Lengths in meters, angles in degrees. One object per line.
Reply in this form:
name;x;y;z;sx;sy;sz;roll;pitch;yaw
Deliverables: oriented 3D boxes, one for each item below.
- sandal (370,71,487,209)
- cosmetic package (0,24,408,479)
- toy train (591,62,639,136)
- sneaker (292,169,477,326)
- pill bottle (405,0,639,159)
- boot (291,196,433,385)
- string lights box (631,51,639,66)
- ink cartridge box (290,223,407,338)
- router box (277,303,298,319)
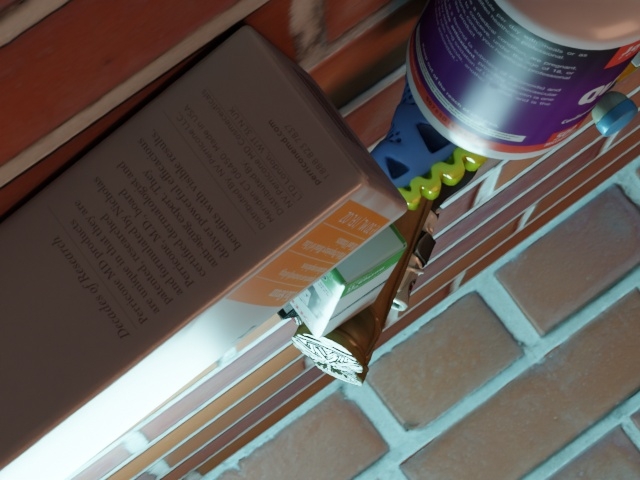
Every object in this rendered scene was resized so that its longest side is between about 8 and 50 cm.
sandal;0.127;-0.132;1.593;0.317;0.138;0.126;-37;180;-11
cosmetic package;-0.163;0.041;1.336;0.453;0.161;0.230;-38;170;7
toy train;0.390;-0.242;1.976;0.248;0.143;0.105;-34;170;-17
sneaker;0.097;0.013;2.127;0.330;0.146;0.122;-37;168;-7
pill bottle;0.194;-0.207;1.374;0.181;0.181;0.323;-33;169;-21
boot;0.059;0.024;1.933;0.236;0.089;0.269;79;33;-77
string lights box;0.390;-0.284;1.818;0.077;0.133;0.260;-43;167;34
ink cartridge box;0.000;0.000;1.719;0.087;0.153;0.208;-33;168;-17
router box;-0.038;0.044;1.949;0.038;0.092;0.122;-41;170;18
